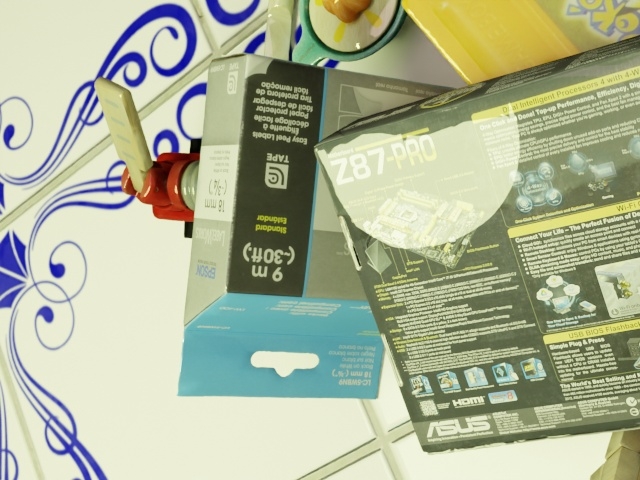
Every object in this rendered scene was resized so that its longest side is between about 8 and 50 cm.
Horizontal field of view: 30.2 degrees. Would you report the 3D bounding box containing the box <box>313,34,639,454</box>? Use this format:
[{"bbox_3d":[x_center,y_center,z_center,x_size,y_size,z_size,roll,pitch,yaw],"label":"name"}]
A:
[{"bbox_3d":[0.221,0.008,1.013,0.395,0.097,0.318,-14,104,32],"label":"box"}]

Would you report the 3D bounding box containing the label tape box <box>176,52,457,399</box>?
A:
[{"bbox_3d":[0.000,0.000,1.175,0.106,0.241,0.333,7,92,62],"label":"label tape box"}]

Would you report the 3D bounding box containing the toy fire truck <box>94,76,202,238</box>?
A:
[{"bbox_3d":[-0.120,-0.078,1.263,0.217,0.246,0.158,5,91,34],"label":"toy fire truck"}]

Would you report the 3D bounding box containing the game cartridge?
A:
[{"bbox_3d":[0.264,-0.233,1.054,0.324,0.053,0.285,-41,84,16],"label":"game cartridge"}]

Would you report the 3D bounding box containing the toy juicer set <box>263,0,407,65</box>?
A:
[{"bbox_3d":[0.029,-0.291,1.270,0.329,0.089,0.209,-19,78,32],"label":"toy juicer set"}]

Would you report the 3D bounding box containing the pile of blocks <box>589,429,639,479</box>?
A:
[{"bbox_3d":[0.345,0.324,1.036,0.112,0.149,0.362,106,149,-60],"label":"pile of blocks"}]
